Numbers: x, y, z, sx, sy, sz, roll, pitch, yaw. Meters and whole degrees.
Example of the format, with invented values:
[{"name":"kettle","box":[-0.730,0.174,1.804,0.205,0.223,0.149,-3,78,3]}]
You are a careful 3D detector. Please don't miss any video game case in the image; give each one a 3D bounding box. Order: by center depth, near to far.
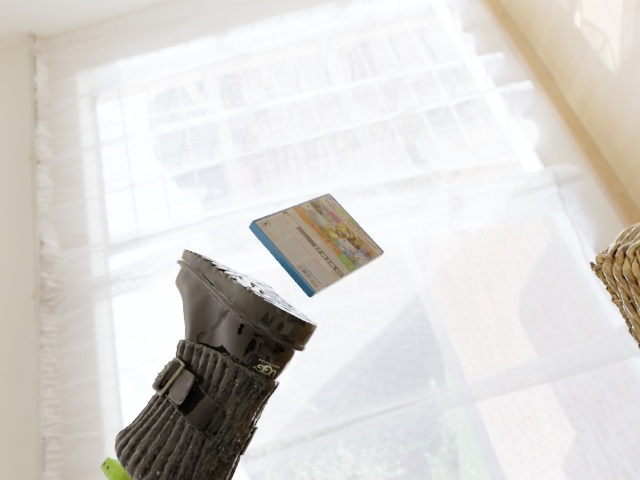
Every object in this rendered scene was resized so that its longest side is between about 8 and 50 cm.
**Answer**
[{"name":"video game case","box":[0.000,0.000,0.746,0.119,0.166,0.015,48,128,14]}]

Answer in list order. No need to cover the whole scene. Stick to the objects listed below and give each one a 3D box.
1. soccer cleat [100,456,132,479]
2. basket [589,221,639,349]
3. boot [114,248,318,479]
[{"name":"soccer cleat","box":[-0.306,0.412,0.994,0.072,0.060,0.179,22,159,34]},{"name":"basket","box":[0.481,0.080,0.577,0.299,0.213,0.223,59,165,0]},{"name":"boot","box":[-0.161,0.161,0.748,0.131,0.260,0.348,29,177,-26]}]
